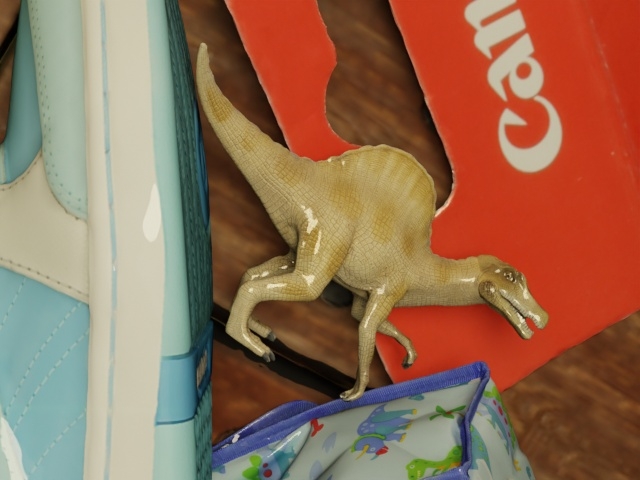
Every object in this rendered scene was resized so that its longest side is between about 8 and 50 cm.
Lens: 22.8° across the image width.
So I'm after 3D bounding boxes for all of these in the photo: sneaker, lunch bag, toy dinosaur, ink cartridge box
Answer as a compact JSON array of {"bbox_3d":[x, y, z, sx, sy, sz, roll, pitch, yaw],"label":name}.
[{"bbox_3d":[-0.143,0.043,0.556,0.208,0.127,0.319,0,87,2],"label":"sneaker"},{"bbox_3d":[0.018,0.133,0.639,0.151,0.096,0.128,-18,111,20],"label":"lunch bag"},{"bbox_3d":[0.000,0.000,0.602,0.183,0.053,0.092,33,95,-26],"label":"toy dinosaur"},{"bbox_3d":[0.167,-0.115,0.603,0.385,0.091,0.308,-28,116,-10],"label":"ink cartridge box"}]
